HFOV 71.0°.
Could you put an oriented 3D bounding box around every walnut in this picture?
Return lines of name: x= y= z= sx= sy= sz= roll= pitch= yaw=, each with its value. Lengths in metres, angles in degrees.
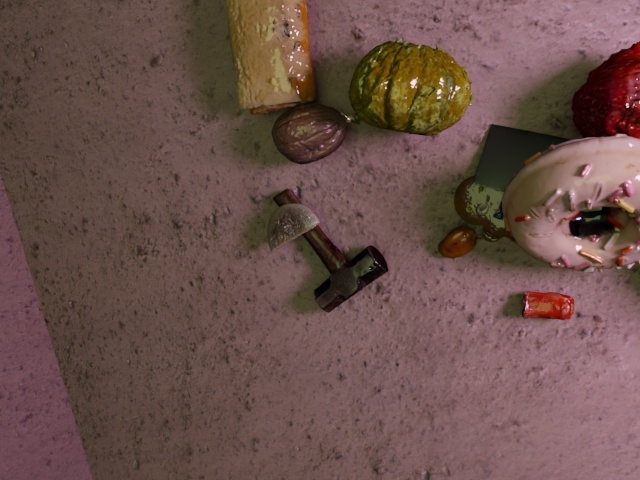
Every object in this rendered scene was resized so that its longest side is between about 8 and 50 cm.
walnut: x=-0.028 y=-0.309 z=1.292 sx=0.230 sy=0.178 sz=0.178 roll=-10 pitch=95 yaw=22

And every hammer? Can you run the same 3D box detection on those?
hammer: x=0.000 y=0.000 z=1.391 sx=0.242 sy=0.095 sz=0.409 roll=-43 pitch=77 yaw=23

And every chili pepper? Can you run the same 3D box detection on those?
chili pepper: x=0.595 y=0.172 z=1.174 sx=0.123 sy=0.073 sz=0.070 roll=3 pitch=142 yaw=24

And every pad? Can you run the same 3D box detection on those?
pad: x=0.538 y=-0.196 z=1.150 sx=0.245 sy=0.006 sz=0.170 roll=17 pitch=94 yaw=19

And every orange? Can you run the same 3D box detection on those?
orange: x=0.220 y=-0.375 z=1.105 sx=0.301 sy=0.300 sz=0.223 roll=22 pitch=116 yaw=36

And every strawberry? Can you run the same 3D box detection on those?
strawberry: x=0.688 y=-0.286 z=0.988 sx=0.274 sy=0.220 sz=0.274 roll=1 pitch=84 yaw=-15

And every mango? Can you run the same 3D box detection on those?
mango: x=0.376 y=0.006 z=1.238 sx=0.114 sy=0.060 sz=0.080 roll=-31 pitch=102 yaw=27

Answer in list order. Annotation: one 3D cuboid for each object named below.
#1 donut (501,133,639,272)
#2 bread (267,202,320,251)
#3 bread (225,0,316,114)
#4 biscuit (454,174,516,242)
donut: x=0.596 y=-0.058 z=0.986 sx=0.383 sy=0.142 sz=0.382 roll=11 pitch=147 yaw=7
bread: x=-0.102 y=-0.056 z=1.372 sx=0.193 sy=0.036 sz=0.112 roll=-29 pitch=79 yaw=25
bread: x=-0.136 y=-0.566 z=1.297 sx=0.236 sy=0.165 sz=0.375 roll=0 pitch=99 yaw=27
biscuit: x=0.472 y=-0.085 z=1.199 sx=0.236 sy=0.039 sz=0.180 roll=29 pitch=110 yaw=18
